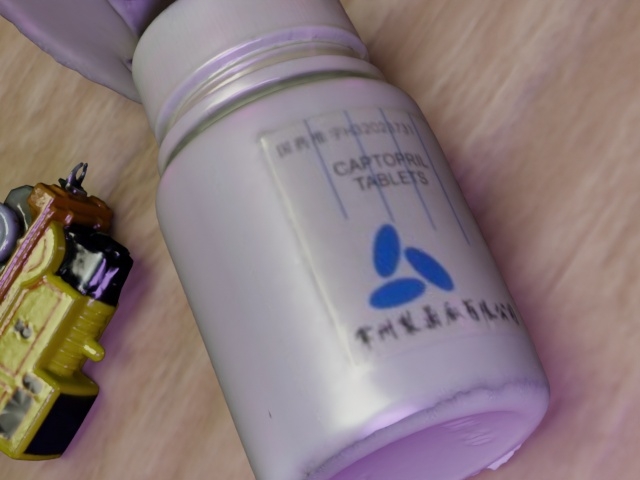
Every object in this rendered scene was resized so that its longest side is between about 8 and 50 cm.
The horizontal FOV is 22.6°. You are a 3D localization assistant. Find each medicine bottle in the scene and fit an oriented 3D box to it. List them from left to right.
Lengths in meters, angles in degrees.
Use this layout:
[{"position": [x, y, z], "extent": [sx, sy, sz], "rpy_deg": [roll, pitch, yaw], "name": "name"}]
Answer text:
[{"position": [0.000, 0.000, 0.910], "extent": [0.170, 0.170, 0.293], "rpy_deg": [-33, 64, 19], "name": "medicine bottle"}]

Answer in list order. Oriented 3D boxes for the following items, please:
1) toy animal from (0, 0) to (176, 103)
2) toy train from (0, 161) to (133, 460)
[{"position": [-0.108, -0.254, 1.007], "extent": [0.206, 0.272, 0.265], "rpy_deg": [25, 74, 8], "name": "toy animal"}, {"position": [-0.193, 0.054, 1.056], "extent": [0.127, 0.089, 0.219], "rpy_deg": [33, 95, 21], "name": "toy train"}]
